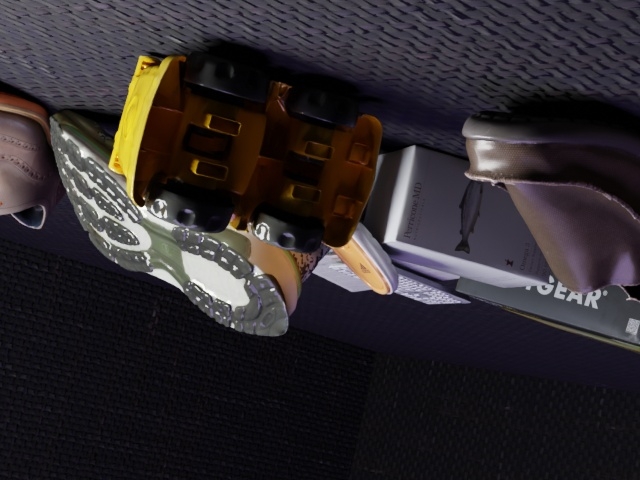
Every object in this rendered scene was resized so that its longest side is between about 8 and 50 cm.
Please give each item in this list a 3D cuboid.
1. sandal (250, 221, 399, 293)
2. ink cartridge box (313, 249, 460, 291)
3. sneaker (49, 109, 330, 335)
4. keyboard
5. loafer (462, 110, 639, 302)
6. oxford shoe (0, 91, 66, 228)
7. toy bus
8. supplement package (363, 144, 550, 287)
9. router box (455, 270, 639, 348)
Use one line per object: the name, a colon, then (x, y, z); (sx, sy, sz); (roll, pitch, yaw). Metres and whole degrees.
sandal: (-0.026, -0.029, 1.470); (0.265, 0.076, 0.102); (48, 161, -10)
ink cartridge box: (0.073, 0.013, 1.942); (0.181, 0.056, 0.225); (-8, 161, 26)
sneaker: (-0.139, -0.047, 1.653); (0.410, 0.182, 0.158); (32, 142, 29)
keyboard: (0.111, 0.060, 1.988); (0.072, 0.014, 0.256); (-11, 161, 33)
loafer: (0.250, -0.016, 1.277); (0.134, 0.130, 0.366); (10, 173, 46)
oxford shoe: (-0.385, -0.098, 1.734); (0.130, 0.132, 0.364); (11, 172, 18)
toy bus: (-0.084, -0.088, 1.351); (0.220, 0.149, 0.211); (13, -174, -24)
supplement package: (0.146, -0.022, 1.525); (0.179, 0.105, 0.105); (15, 172, -19)
router box: (0.369, 0.088, 1.899); (0.243, 0.081, 0.309); (20, 177, -42)
